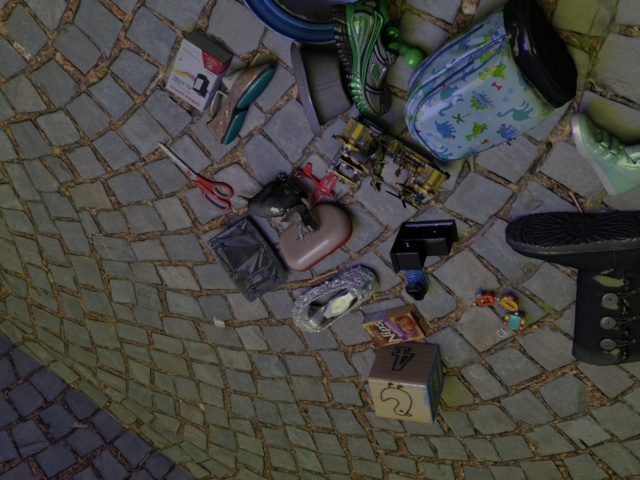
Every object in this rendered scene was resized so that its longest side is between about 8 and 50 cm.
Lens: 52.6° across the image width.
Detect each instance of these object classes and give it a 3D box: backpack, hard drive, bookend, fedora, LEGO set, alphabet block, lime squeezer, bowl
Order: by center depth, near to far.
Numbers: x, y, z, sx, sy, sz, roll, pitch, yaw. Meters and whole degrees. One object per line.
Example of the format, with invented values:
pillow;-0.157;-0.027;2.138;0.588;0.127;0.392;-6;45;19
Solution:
backpack;0.358;-0.340;1.473;0.355;0.274;0.290;-9;144;41
bowl;-0.024;-0.658;1.503;0.390;0.077;0.391;12;129;15
lime squeezer;0.217;-0.406;1.601;0.109;0.059;0.311;-10;121;30
fedora;0.010;-0.385;1.610;0.124;0.275;0.244;-15;97;4
LEGO set;0.150;-0.170;1.675;0.331;0.255;0.192;28;105;-13
bookend;0.292;0.017;1.821;0.156;0.157;0.072;-2;124;26
hard drive;-0.236;0.061;2.113;0.172;0.054;0.255;-32;110;4
alphabet block;0.286;0.463;2.140;0.197;0.193;0.193;1;124;23

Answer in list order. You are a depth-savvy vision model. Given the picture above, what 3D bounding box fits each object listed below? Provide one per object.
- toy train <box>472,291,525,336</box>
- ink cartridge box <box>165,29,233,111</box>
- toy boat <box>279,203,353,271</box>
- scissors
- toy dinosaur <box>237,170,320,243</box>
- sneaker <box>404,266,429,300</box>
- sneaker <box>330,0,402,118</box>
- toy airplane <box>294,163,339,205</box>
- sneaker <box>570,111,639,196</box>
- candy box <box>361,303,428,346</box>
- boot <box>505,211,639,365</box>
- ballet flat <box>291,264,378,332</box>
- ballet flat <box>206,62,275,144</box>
toy train;0.538;0.205;1.931;0.125;0.046;0.166;-23;110;37
ink cartridge box;-0.336;-0.465;1.791;0.127;0.072;0.175;33;131;-3
toy boat;0.000;0.000;1.949;0.231;0.151;0.151;-36;148;16
scissors;-0.406;-0.196;2.060;0.297;0.021;0.109;32;133;-3
toy dinosaur;-0.136;-0.117;1.892;0.313;0.160;0.121;14;138;24
sneaker;0.280;0.112;1.947;0.058;0.085;0.152;-10;120;30
sneaker;0.129;-0.418;1.535;0.146;0.134;0.344;-10;150;10
toy airplane;-0.011;-0.167;1.902;0.151;0.028;0.151;17;136;17
sneaker;0.693;-0.223;1.499;0.151;0.094;0.256;-22;123;41
candy box;0.242;0.279;2.113;0.186;0.053;0.109;-18;117;35
boot;0.705;0.143;1.756;0.366;0.146;0.445;1;130;25
ballet flat;0.019;0.213;2.110;0.147;0.147;0.409;42;131;-10
ballet flat;-0.237;-0.395;1.786;0.106;0.107;0.316;46;130;4
